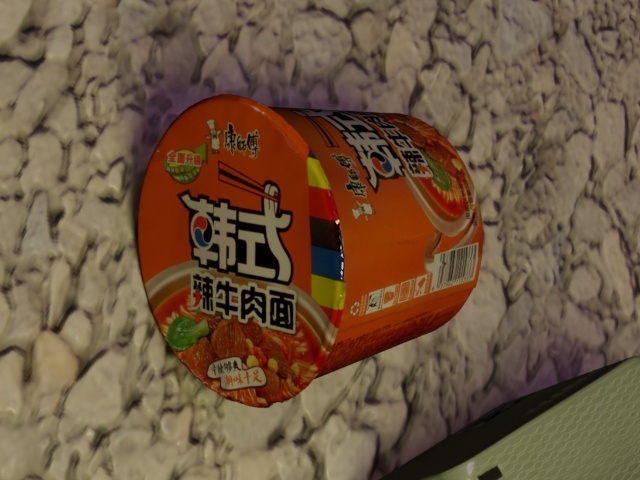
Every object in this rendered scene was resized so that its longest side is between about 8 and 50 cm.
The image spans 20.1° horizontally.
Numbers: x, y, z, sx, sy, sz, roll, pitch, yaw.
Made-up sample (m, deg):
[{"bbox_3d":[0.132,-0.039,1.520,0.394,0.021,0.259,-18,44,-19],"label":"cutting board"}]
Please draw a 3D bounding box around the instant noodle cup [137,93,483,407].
[{"bbox_3d":[0.000,0.000,1.486,0.192,0.250,0.250,-9,79,-42],"label":"instant noodle cup"}]

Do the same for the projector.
[{"bbox_3d":[0.162,0.207,1.532,0.250,0.198,0.108,-27,89,-35],"label":"projector"}]
